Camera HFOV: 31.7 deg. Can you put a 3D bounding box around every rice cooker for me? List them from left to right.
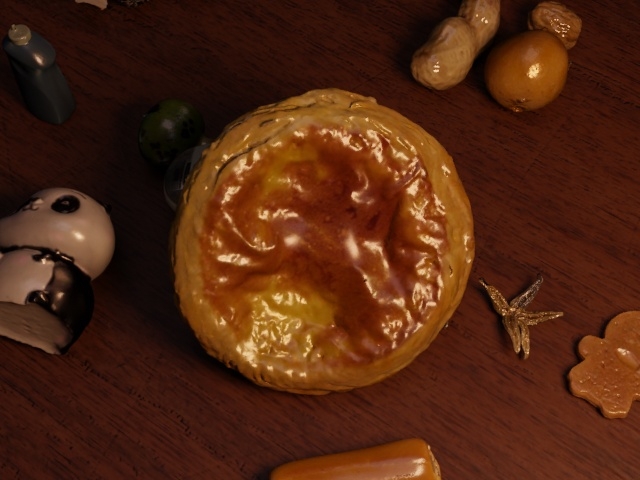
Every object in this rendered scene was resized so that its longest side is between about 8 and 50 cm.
[{"bbox_3d":[-0.139,-0.074,1.756,0.206,0.127,0.145,5,61,2],"label":"rice cooker"}]

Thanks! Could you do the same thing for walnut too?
[{"bbox_3d":[0.397,-0.368,1.925,0.096,0.079,0.082,28,68,10],"label":"walnut"}]

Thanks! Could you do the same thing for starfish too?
[{"bbox_3d":[0.286,0.100,1.678,0.130,0.041,0.133,37,61,12],"label":"starfish"}]

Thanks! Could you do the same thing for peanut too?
[{"bbox_3d":[0.236,-0.340,1.903,0.085,0.104,0.228,22,59,39],"label":"peanut"}]

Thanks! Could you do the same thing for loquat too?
[{"bbox_3d":[0.338,-0.277,1.841,0.141,0.141,0.141,-1,60,2],"label":"loquat"}]

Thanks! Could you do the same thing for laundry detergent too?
[{"bbox_3d":[-0.465,-0.278,1.842,0.096,0.206,0.061,30,65,20],"label":"laundry detergent"}]

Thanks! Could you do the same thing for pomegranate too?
[{"bbox_3d":[-0.221,-0.163,1.818,0.161,0.122,0.122,19,62,3],"label":"pomegranate"}]

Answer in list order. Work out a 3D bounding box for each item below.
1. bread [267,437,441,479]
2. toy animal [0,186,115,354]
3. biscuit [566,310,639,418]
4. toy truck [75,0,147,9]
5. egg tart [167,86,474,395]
[{"bbox_3d":[0.048,0.328,1.542,0.239,0.074,0.093,-11,55,-4],"label":"bread"},{"bbox_3d":[-0.405,0.031,1.683,0.187,0.165,0.235,1,61,23],"label":"toy animal"},{"bbox_3d":[0.438,0.174,1.637,0.133,0.027,0.184,24,62,17],"label":"biscuit"},{"bbox_3d":[-0.302,-0.486,2.012,0.285,0.111,0.136,-13,76,-2],"label":"toy truck"},{"bbox_3d":[0.000,0.000,1.617,0.443,0.178,0.443,-1,100,-5],"label":"egg tart"}]
